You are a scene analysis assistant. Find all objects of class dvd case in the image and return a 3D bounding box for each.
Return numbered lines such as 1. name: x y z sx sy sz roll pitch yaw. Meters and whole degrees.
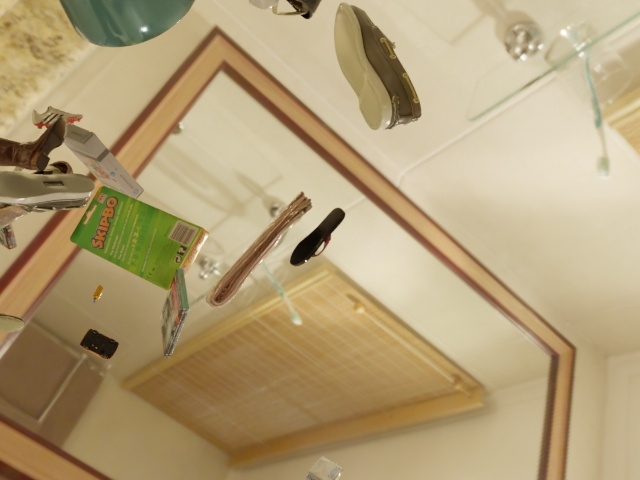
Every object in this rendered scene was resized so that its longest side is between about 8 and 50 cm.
1. dvd case: -0.233 0.115 1.019 0.119 0.013 0.087 -62 -147 34

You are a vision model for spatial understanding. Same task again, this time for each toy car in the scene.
1. toy car: -0.363 0.142 1.081 0.040 0.060 0.122 128 -28 -58

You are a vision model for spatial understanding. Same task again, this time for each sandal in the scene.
1. sandal: 0.000 0.000 1.519 0.179 0.040 0.067 -46 -143 1

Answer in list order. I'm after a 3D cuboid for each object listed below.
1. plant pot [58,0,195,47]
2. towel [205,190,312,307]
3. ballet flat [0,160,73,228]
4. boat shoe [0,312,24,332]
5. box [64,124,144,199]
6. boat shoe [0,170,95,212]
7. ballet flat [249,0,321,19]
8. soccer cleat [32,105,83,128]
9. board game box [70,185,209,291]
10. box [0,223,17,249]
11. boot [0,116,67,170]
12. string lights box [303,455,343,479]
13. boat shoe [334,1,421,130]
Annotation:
1. plant pot: -0.414 -0.572 1.256 0.293 0.293 0.235 -56 156 -18
2. towel: -0.153 0.035 1.513 0.317 0.053 0.332 -48 -176 -11
3. ballet flat: -0.627 -0.096 1.289 0.316 0.107 0.106 -38 149 -55
4. boat shoe: -0.818 0.202 1.626 0.043 0.137 0.049 -100 -167 -64
5. box: -0.498 -0.179 1.442 0.145 0.186 0.038 23 -112 39
6. boat shoe: -0.550 -0.085 1.247 0.078 0.219 0.070 54 -53 29
7. ballet flat: -0.098 -0.553 1.422 0.095 0.280 0.096 32 -69 39
8. soccer cleat: -0.442 -0.210 1.080 0.083 0.035 0.029 -17 -158 -31
9. board game box: -0.333 -0.007 1.159 0.124 0.259 0.039 -63 155 -11
10. box: -0.936 -0.051 1.880 0.094 0.137 0.027 23 -145 34
11. boot: -0.470 -0.157 1.013 0.114 0.037 0.106 7 -124 16
12. string lights box: -0.038 0.737 1.753 0.259 0.077 0.133 -64 164 7
13. boat shoe: 0.103 -0.337 1.227 0.109 0.091 0.305 110 -33 -56
